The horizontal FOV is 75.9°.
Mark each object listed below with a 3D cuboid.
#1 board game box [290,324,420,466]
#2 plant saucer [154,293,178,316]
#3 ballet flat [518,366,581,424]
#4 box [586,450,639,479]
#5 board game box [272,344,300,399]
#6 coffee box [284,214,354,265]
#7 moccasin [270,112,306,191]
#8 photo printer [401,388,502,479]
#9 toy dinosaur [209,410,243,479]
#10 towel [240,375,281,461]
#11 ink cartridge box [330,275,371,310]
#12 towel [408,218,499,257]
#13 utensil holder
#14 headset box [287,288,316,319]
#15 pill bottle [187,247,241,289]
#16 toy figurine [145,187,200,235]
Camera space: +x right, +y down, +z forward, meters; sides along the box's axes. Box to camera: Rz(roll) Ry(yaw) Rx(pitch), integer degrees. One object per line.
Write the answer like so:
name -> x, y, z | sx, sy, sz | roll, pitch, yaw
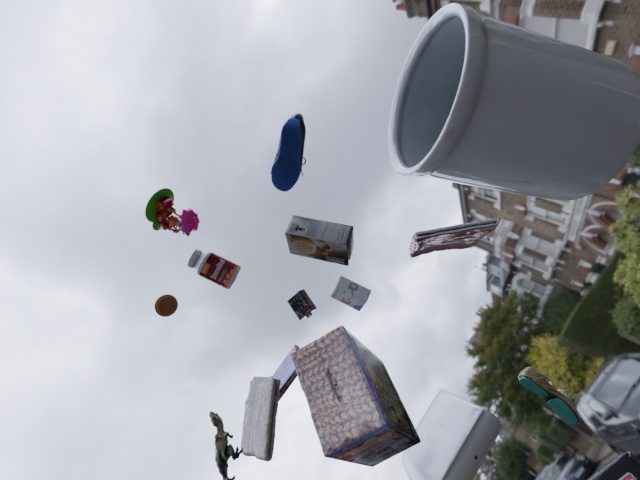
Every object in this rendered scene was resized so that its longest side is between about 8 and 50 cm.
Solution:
board game box -> 0.087, 0.372, 0.961 | 0.141, 0.232, 0.291 | -32, -39, 7
plant saucer -> -0.567, 0.240, 1.511 | 0.084, 0.013, 0.083 | -3, -85, -36
ballet flat -> 0.699, 0.459, 1.237 | 0.067, 0.206, 0.073 | -42, -11, -33
box -> 0.356, 0.450, 0.445 | 0.296, 0.293, 0.073 | -28, -38, -12
board game box -> -0.161, 0.561, 1.624 | 0.027, 0.145, 0.281 | 32, -82, -19
coffee box -> 0.000, 0.000, 1.596 | 0.141, 0.247, 0.098 | 82, -155, -53
moccasin -> -0.108, -0.345, 1.642 | 0.341, 0.138, 0.116 | 115, 176, -45
photo printer -> 0.391, 0.641, 1.282 | 0.107, 0.256, 0.307 | 39, -103, -9
toy dinosaur -> -0.275, 0.629, 1.179 | 0.064, 0.118, 0.267 | -1, -91, -36
towel -> -0.221, 0.643, 1.504 | 0.049, 0.187, 0.281 | 18, -116, -32
ink cartridge box -> 0.106, 0.190, 1.469 | 0.052, 0.123, 0.088 | -61, -4, -39
towel -> 0.401, -0.001, 1.278 | 0.329, 0.237, 0.037 | 44, -144, -76
utensil holder -> 0.382, -0.264, 0.855 | 0.386, 0.327, 0.327 | 8, -69, -13
headset box -> -0.057, 0.207, 1.303 | 0.062, 0.083, 0.032 | -43, -15, 25
pill bottle -> -0.335, 0.087, 1.292 | 0.086, 0.152, 0.086 | -62, 6, 11
toy figurine -> -0.488, -0.068, 1.397 | 0.130, 0.159, 0.173 | -46, -19, -49
